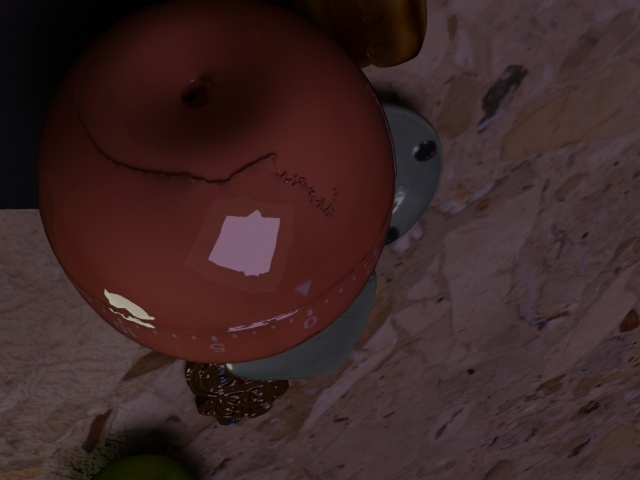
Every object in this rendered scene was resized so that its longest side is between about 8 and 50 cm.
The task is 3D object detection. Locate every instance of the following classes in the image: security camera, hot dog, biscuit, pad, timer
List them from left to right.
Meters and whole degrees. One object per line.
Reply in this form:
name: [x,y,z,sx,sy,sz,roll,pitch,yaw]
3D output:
pad: [-0.240,-0.092,0.623,0.299,0.005,0.202,-3,138,-26]
timer: [-0.064,-0.036,0.595,0.229,0.230,0.215,-20,152,-6]
biscuit: [-0.083,0.149,0.988,0.124,0.026,0.175,-14,142,-13]
security camera: [0.000,0.000,0.817,0.157,0.080,0.301,4,125,-30]
hot dog: [0.015,-0.211,0.572,0.104,0.076,0.250,-8,141,10]

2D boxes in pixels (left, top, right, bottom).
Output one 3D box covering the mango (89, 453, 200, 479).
mango: [-0.205,0.348,1.061,0.185,0.149,0.273,-22,136,1]
